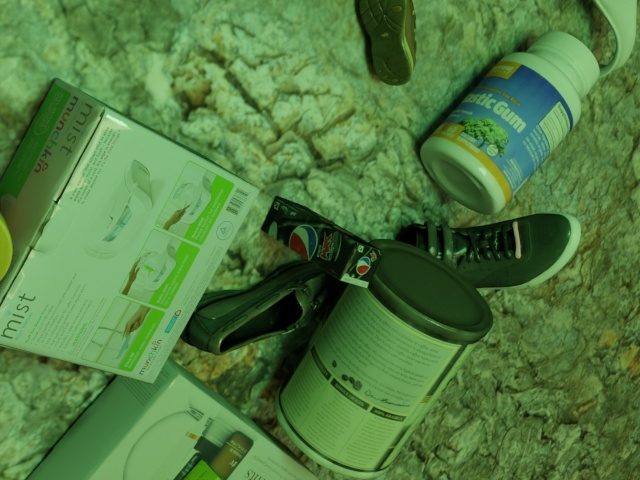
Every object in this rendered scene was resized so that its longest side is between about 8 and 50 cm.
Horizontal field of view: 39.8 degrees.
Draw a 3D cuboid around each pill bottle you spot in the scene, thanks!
[{"bbox_3d":[0.289,-0.182,1.319,0.272,0.152,0.152,-48,135,-12],"label":"pill bottle"}]

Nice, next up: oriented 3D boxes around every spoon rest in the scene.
[{"bbox_3d":[0.462,-0.385,1.414,0.137,0.084,0.276,-30,131,-27],"label":"spoon rest"}]

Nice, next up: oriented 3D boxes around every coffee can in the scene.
[{"bbox_3d":[0.083,0.166,1.242,0.201,0.201,0.275,6,124,-44],"label":"coffee can"}]

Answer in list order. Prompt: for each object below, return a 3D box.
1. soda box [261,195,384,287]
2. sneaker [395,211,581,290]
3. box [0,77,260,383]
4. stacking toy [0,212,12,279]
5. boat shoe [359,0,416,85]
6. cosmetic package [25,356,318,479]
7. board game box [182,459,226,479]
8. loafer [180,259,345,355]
[{"bbox_3d":[0.000,0.000,1.146,0.060,0.169,0.053,18,99,-46],"label":"soda box"},{"bbox_3d":[0.228,0.015,1.306,0.147,0.295,0.105,16,66,-38],"label":"sneaker"},{"bbox_3d":[-0.233,-0.001,0.966,0.231,0.127,0.262,26,94,-46],"label":"box"},{"bbox_3d":[-0.453,-0.068,0.784,0.279,0.130,0.309,-21,127,0],"label":"stacking toy"},{"bbox_3d":[0.092,-0.293,1.156,0.060,0.064,0.178,-62,149,-44],"label":"boat shoe"},{"bbox_3d":[-0.201,0.349,1.213,0.284,0.097,0.377,-48,136,-7],"label":"cosmetic package"},{"bbox_3d":[-0.185,0.381,1.144,0.181,0.043,0.092,-46,135,-11],"label":"board game box"},{"bbox_3d":[-0.061,0.100,1.207,0.267,0.084,0.096,-17,123,-35],"label":"loafer"}]
